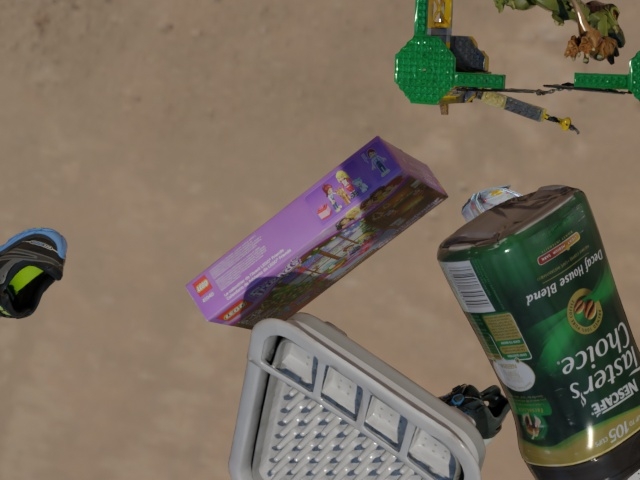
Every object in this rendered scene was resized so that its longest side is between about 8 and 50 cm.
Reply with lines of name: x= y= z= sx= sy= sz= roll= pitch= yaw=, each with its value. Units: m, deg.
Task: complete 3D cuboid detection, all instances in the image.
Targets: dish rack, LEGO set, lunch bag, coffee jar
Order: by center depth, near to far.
coffee jar: x=0.149 y=0.066 z=1.030 sx=0.079 sy=0.096 sz=0.184 roll=-5 pitch=113 yaw=56
LEGO set: x=0.233 y=-0.218 z=1.442 sx=0.331 sy=0.255 sz=0.192 roll=-4 pitch=-176 yaw=33
dish rack: x=0.042 y=0.230 z=1.779 sx=0.285 sy=0.072 sz=0.333 roll=33 pitch=139 yaw=18
lunch bag: x=0.205 y=-0.030 z=1.892 sx=0.083 sy=0.053 sz=0.071 roll=22 pitch=162 yaw=-1

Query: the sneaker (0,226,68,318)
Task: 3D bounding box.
sneaker: x=-0.351 y=0.055 z=1.811 sx=0.188 sy=0.078 sz=0.067 roll=-31 pitch=134 yaw=20

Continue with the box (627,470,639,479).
box: x=0.338 y=0.123 z=1.469 sx=0.063 sy=0.067 sz=0.324 roll=19 pitch=128 yaw=3

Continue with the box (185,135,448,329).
box: x=0.000 y=0.000 z=2.011 sx=0.293 sy=0.057 sz=0.201 roll=-38 pitch=162 yaw=12

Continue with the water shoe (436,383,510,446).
water shoe: x=0.145 y=0.195 z=1.929 sx=0.203 sy=0.073 sz=0.080 roll=5 pitch=124 yaw=-53
